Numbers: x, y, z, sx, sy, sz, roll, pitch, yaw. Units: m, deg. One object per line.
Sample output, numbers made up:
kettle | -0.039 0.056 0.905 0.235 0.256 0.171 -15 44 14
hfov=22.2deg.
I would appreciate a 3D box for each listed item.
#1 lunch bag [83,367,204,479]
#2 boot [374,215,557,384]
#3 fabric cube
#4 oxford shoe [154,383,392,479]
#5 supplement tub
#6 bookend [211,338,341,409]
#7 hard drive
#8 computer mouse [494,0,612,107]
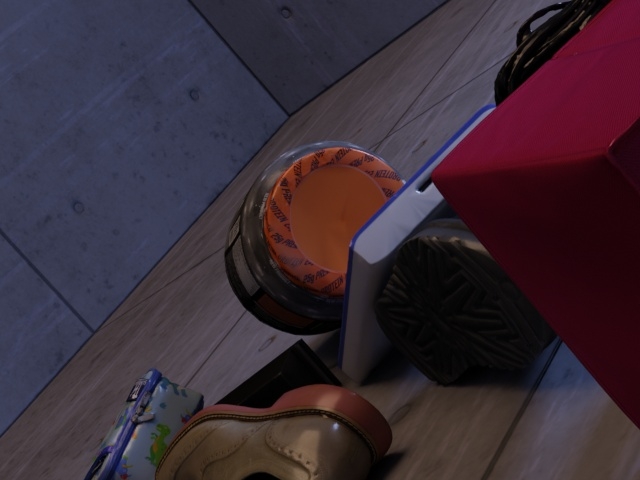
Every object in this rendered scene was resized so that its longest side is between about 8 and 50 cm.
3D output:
lunch bag | -0.220 0.266 1.911 0.219 0.090 0.176 -55 9 54
boot | 0.263 -0.074 1.503 0.445 0.146 0.367 -41 2 -16
fabric cube | 0.275 -0.038 1.021 0.259 0.254 0.258 -43 10 -14
oxford shoe | -0.080 0.237 1.584 0.348 0.123 0.130 -31 19 50
supplement tub | 0.000 0.000 1.916 0.207 0.207 0.338 -43 1 -11
bookend | -0.068 0.206 1.796 0.157 0.072 0.156 -38 10 19
hard drive | 0.103 0.011 1.680 0.210 0.040 0.319 -45 -16 -19
computer mouse | 0.251 -0.103 1.223 0.072 0.272 0.188 32 82 42
